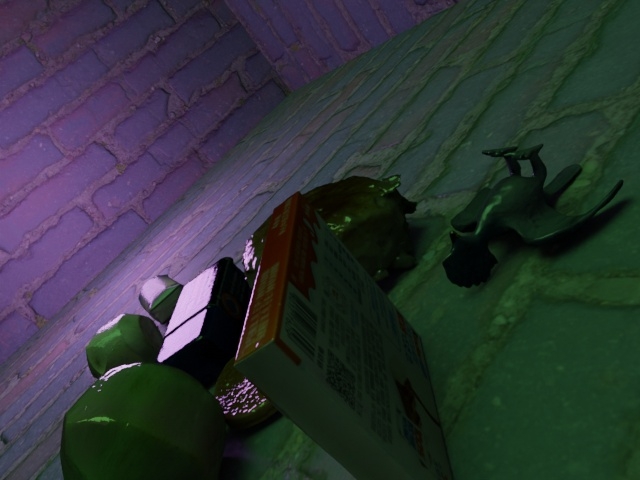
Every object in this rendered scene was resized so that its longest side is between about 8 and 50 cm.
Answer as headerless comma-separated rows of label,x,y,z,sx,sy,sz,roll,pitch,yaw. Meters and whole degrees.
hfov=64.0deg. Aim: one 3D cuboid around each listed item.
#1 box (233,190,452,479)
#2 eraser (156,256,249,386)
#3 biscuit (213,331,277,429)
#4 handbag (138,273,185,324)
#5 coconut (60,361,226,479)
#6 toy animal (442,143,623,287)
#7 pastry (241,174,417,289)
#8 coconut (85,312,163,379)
box,0.035,0.107,0.520,0.048,0.265,0.273,-34,21,17
eraser,-0.239,0.166,1.068,0.155,0.101,0.332,-35,21,13
biscuit,-0.081,0.185,0.854,0.202,0.044,0.289,-29,22,21
handbag,-0.437,0.160,1.429,0.117,0.095,0.173,-42,29,-20
coconut,-0.234,0.285,0.684,0.204,0.236,0.236,1,30,5
toy animal,0.263,-0.042,0.705,0.255,0.176,0.239,-10,15,-23
pastry,0.000,0.000,0.904,0.329,0.136,0.330,-22,21,9
coconut,-0.449,0.253,1.168,0.162,0.161,0.161,-30,22,0
